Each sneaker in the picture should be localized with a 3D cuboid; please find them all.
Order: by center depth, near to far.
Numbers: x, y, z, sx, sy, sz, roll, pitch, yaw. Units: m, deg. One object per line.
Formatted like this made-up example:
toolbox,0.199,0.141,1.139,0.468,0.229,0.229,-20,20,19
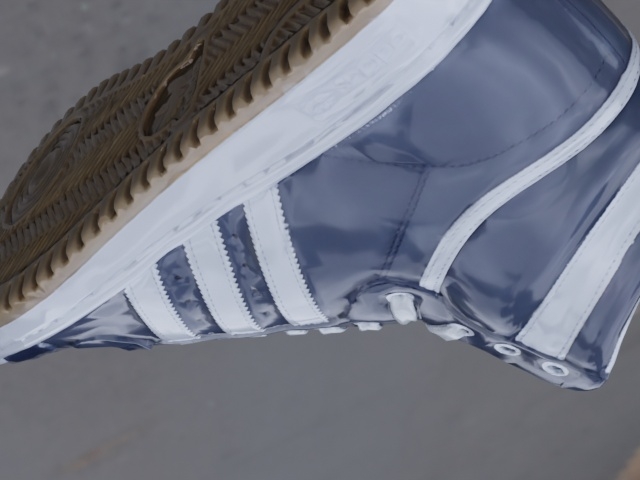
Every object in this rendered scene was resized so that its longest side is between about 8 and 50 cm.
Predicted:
sneaker,0.000,0.000,0.632,0.153,0.099,0.282,34,138,-24
